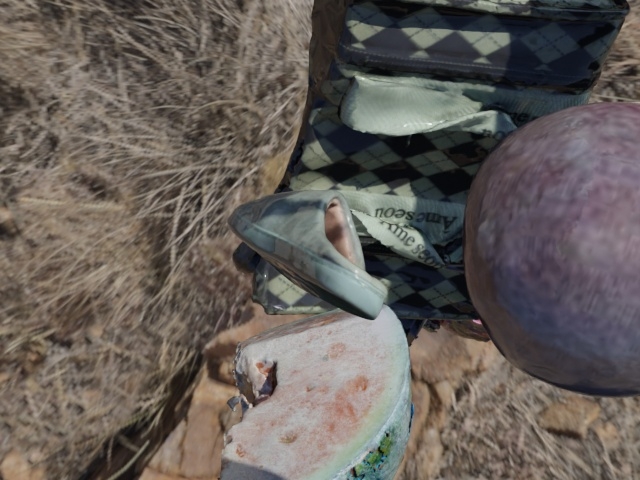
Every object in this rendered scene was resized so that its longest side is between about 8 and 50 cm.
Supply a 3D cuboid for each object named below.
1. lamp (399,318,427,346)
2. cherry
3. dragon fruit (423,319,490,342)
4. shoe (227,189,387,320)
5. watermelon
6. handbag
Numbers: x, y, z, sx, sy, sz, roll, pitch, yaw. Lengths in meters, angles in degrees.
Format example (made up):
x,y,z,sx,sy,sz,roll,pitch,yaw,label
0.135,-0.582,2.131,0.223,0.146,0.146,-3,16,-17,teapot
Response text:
x,y,z,sx,sy,sz,roll,pitch,yaw,label
0.073,0.066,1.488,0.227,0.147,0.172,34,58,10,lamp
0.148,0.004,0.532,0.176,0.176,0.140,-1,75,1,cherry
0.274,0.045,1.775,0.282,0.147,0.211,-37,86,-6,dragon fruit
0.000,0.000,0.878,0.079,0.195,0.078,41,85,-33,shoe
0.016,0.191,1.068,0.188,0.322,0.175,-13,123,13,watermelon
0.094,-0.099,1.147,0.316,0.180,0.416,-2,129,-24,handbag
